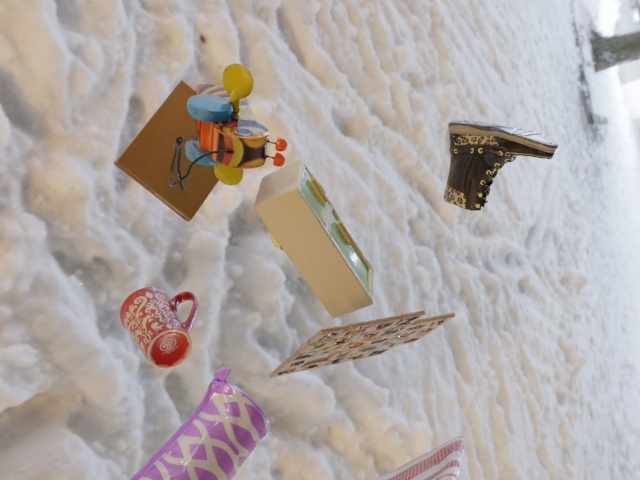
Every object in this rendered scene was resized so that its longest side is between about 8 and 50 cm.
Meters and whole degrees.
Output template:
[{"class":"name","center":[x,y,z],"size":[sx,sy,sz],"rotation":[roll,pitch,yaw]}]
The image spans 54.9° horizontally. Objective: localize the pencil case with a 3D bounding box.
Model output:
[{"class":"pencil case","center":[-0.140,0.227,0.601],"size":[0.206,0.086,0.088],"rotation":[-46,108,-35]}]

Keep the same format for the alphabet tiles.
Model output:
[{"class":"alphabet tiles","center":[0.067,0.142,0.871],"size":[0.237,0.198,0.009],"rotation":[-6,66,-28]}]

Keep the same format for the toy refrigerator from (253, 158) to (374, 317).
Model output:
[{"class":"toy refrigerator","center":[0.000,0.000,1.078],"size":[0.270,0.094,0.102],"rotation":[56,24,-28]}]

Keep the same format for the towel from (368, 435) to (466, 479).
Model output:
[{"class":"towel","center":[0.139,0.435,1.072],"size":[0.037,0.237,0.329],"rotation":[60,14,11]}]

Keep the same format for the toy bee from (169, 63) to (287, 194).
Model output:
[{"class":"toy bee","center":[-0.136,-0.155,0.976],"size":[0.195,0.162,0.299],"rotation":[109,-14,-52]}]

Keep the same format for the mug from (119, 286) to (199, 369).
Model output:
[{"class":"mug","center":[-0.324,0.167,1.264],"size":[0.113,0.169,0.150],"rotation":[38,89,-37]}]

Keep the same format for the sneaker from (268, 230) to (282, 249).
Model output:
[{"class":"sneaker","center":[-0.117,-0.061,1.551],"size":[0.094,0.081,0.209],"rotation":[34,26,-36]}]

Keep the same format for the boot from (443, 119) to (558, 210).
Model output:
[{"class":"boot","center":[0.361,-0.145,1.272],"size":[0.085,0.236,0.179],"rotation":[-17,119,-45]}]

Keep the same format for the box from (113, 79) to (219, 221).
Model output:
[{"class":"box","center":[-0.244,-0.162,1.109],"size":[0.164,0.021,0.201],"rotation":[40,67,-22]}]
